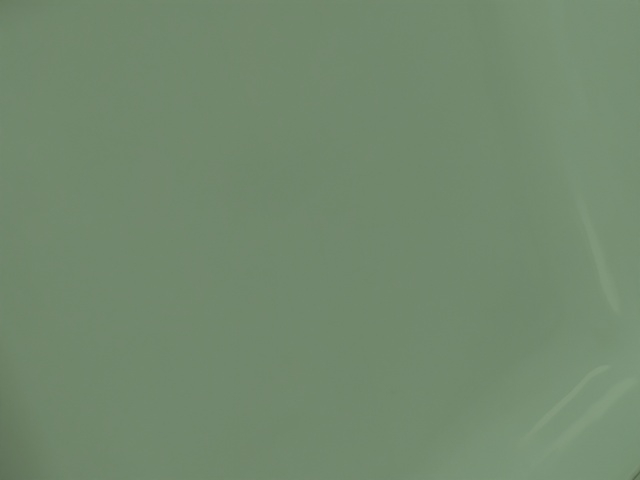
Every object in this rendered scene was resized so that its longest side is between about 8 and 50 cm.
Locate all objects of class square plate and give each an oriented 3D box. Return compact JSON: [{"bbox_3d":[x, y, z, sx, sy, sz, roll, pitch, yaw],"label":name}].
[{"bbox_3d":[0.000,0.000,0.636,0.347,0.049,0.344,-40,125,-35],"label":"square plate"}]
